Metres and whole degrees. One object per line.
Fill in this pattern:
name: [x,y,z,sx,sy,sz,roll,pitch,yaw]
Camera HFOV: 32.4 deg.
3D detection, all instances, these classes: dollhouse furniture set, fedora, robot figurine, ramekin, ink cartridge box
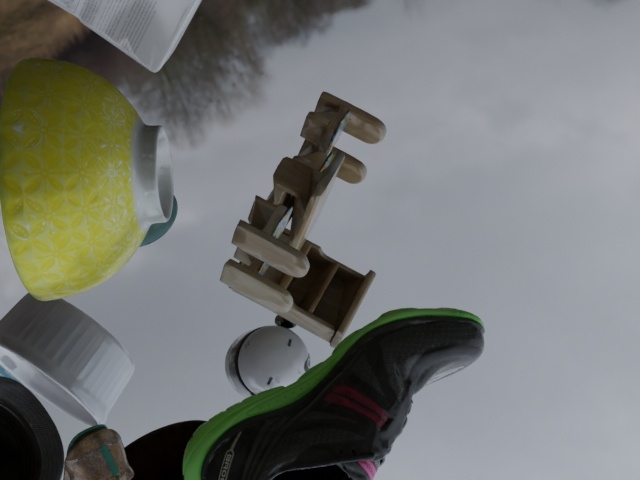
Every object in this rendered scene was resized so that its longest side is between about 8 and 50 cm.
dollhouse furniture set: [0.000,0.000,2.114,0.362,0.256,0.394,-60,177,-35]
fedora: [-0.533,0.345,1.674,0.124,0.243,0.275,-29,-167,29]
robot figurine: [-0.120,0.283,2.520,0.173,0.209,0.278,-15,176,-18]
ramekin: [-0.478,0.215,2.044,0.277,0.277,0.135,-1,-132,56]
ink cartridge box: [-0.272,-0.403,1.501,0.296,0.261,0.066,-47,-168,49]

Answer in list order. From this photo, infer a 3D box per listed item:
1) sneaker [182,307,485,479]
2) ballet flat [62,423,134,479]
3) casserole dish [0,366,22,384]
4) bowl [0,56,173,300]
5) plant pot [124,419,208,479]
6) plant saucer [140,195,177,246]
sneaker: [0.045,0.264,1.570,0.483,0.202,0.185,-31,151,-12]
ballet flat: [-0.308,0.369,1.516,0.107,0.106,0.316,-28,155,-26]
casserole dish: [-0.622,0.265,2.331,0.188,0.114,0.037,-10,-134,34]
bowl: [-0.260,-0.075,1.305,0.156,0.289,0.289,-3,-166,2]
plant pot: [-0.214,0.443,1.759,0.215,0.230,0.215,-18,-159,7]
plant saucer: [-0.268,-0.044,1.601,0.119,0.021,0.119,-5,-125,7]
